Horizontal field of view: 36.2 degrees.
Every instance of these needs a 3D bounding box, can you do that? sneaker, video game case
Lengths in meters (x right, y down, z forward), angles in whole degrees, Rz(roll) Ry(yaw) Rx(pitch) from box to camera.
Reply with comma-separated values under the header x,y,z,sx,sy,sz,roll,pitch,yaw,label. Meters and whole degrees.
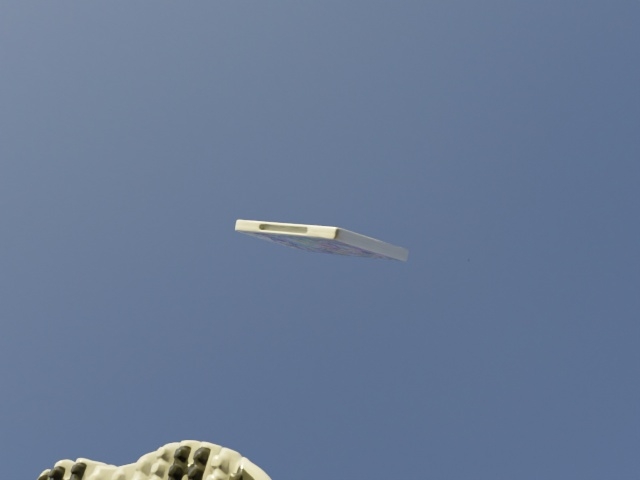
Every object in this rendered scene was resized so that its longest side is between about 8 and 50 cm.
x,y,z,sx,sy,sz,roll,pitch,yaw,label
-0.130,0.242,0.826,0.292,0.118,0.110,-11,-136,39,sneaker
0.000,0.000,0.812,0.122,0.087,0.011,6,-98,46,video game case
